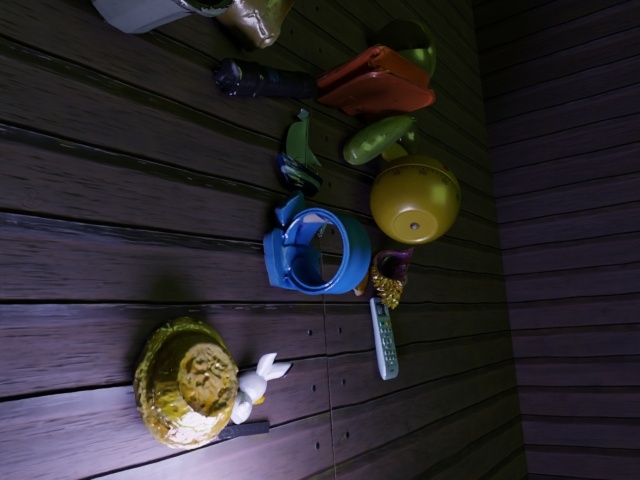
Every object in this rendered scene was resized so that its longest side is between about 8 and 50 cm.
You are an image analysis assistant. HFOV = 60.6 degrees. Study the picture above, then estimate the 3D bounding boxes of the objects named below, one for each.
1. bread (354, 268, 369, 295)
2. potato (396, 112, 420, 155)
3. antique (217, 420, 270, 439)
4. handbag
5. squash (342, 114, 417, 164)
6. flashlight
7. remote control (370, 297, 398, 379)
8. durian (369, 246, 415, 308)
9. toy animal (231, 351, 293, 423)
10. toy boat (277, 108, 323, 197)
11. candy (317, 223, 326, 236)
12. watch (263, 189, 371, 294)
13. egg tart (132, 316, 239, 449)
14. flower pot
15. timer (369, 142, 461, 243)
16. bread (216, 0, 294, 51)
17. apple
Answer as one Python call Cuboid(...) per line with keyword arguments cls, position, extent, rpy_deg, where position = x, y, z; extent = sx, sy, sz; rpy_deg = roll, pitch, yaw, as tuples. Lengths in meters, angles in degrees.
Cuboid(cls="bread", position=(0.135, 0.124, 1.928), extent=(0.126, 0.044, 0.129), rpy_deg=(36, 56, -44))
Cuboid(cls="potato", position=(0.317, -0.459, 2.248), extent=(0.159, 0.174, 0.251), rpy_deg=(-23, 94, -21))
Cuboid(cls="antique", position=(-0.193, 0.477, 1.379), extent=(0.192, 0.015, 0.031), rpy_deg=(18, 67, -52))
Cuboid(cls="handbag", position=(0.204, -0.542, 1.970), extent=(0.410, 0.304, 0.116), rpy_deg=(4, 72, -52))
Cuboid(cls="squash", position=(0.225, -0.395, 2.047), extent=(0.371, 0.118, 0.118), rpy_deg=(-36, 113, -28))
Cuboid(cls="flashlight", position=(-0.147, -0.476, 1.636), extent=(0.424, 0.103, 0.103), rpy_deg=(-20, 98, -58))
Cuboid(cls="remote control", position=(0.227, 0.354, 1.995), extent=(0.103, 0.051, 0.293), rpy_deg=(10, 70, -55))
Cuboid(cls="durian", position=(0.258, 0.147, 2.008), extent=(0.260, 0.154, 0.186), rpy_deg=(-40, 127, -68))
Cuboid(cls="toy animal", position=(-0.157, 0.370, 1.372), extent=(0.131, 0.127, 0.181), rpy_deg=(55, 52, -22))
Cuboid(cls="toy boat", position=(-0.047, -0.266, 1.744), extent=(0.210, 0.070, 0.291), rpy_deg=(54, 39, -37))
Cuboid(cls="candy", position=(0.008, -0.044, 1.803), extent=(0.030, 0.020, 0.083), rpy_deg=(48, 47, -34))
Cuboid(cls="watch", position=(0.000, 0.000, 1.556), extent=(0.241, 0.275, 0.305), rpy_deg=(5, 83, -55))
Cuboid(cls="egg tart", position=(-0.276, 0.305, 1.205), extent=(0.288, 0.118, 0.288), rpy_deg=(24, 55, -40))
Cuboid(cls="flower pot", position=(-0.358, -0.592, 1.201), extent=(0.290, 0.259, 0.290), rpy_deg=(22, 63, -51))
Cuboid(cls="timer", position=(0.362, -0.181, 2.087), extent=(0.376, 0.376, 0.386), rpy_deg=(53, 35, -34))
Cuboid(cls="bread", position=(-0.210, -0.749, 1.508), extent=(0.341, 0.210, 0.300), rpy_deg=(44, 46, -41))
Cuboid(cls="apple", position=(0.341, -0.764, 2.270), extent=(0.292, 0.254, 0.291), rpy_deg=(13, 74, -54))
